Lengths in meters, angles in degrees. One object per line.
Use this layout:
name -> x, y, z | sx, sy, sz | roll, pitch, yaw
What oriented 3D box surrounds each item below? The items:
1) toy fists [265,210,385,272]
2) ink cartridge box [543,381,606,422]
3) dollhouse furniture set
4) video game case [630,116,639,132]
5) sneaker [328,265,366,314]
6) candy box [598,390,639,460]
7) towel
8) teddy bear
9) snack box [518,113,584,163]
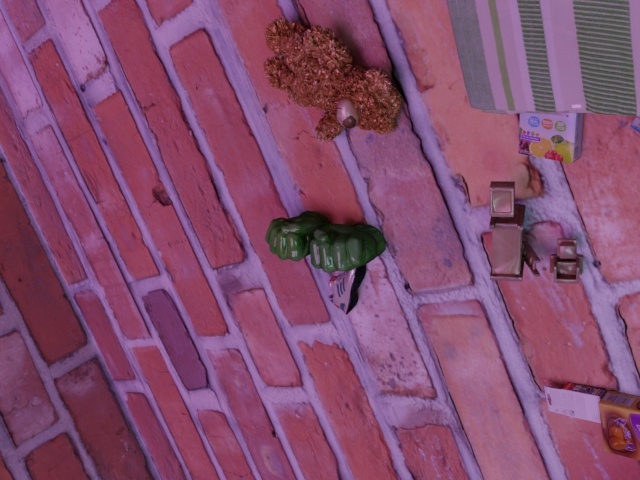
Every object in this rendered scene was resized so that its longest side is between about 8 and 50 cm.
toy fists -> 0.000, 0.000, 1.711 | 0.279, 0.142, 0.096 | 16, 124, 38
ink cartridge box -> 0.493, 0.309, 1.496 | 0.115, 0.029, 0.063 | 5, 117, 44
dollhouse furniture set -> 0.386, -0.028, 1.379 | 0.161, 0.101, 0.182 | 2, 117, 17
video game case -> 0.552, -0.201, 1.142 | 0.119, 0.015, 0.166 | 40, 136, 19
sneaker -> 0.053, 0.096, 1.780 | 0.075, 0.057, 0.161 | 30, 135, 21
candy box -> 0.602, 0.344, 1.393 | 0.187, 0.053, 0.109 | 4, 116, 42
towel -> 0.356, -0.298, 1.168 | 0.325, 0.038, 0.248 | 9, 133, 37
teddy bear -> 0.001, -0.313, 1.547 | 0.338, 0.113, 0.245 | 47, 140, 14
snack box -> 0.383, -0.206, 1.288 | 0.100, 0.037, 0.141 | 17, 123, 36
